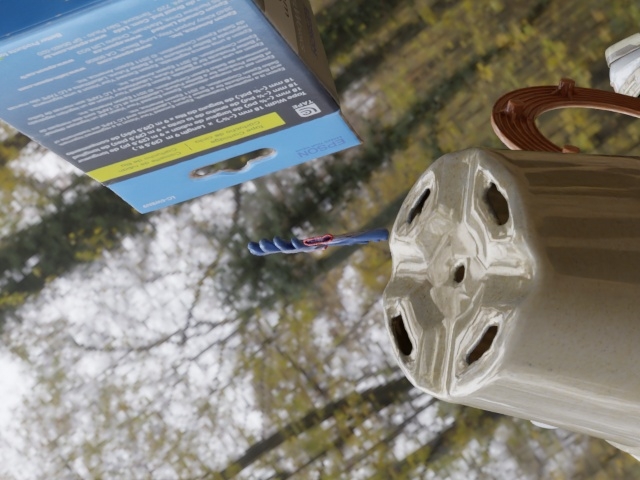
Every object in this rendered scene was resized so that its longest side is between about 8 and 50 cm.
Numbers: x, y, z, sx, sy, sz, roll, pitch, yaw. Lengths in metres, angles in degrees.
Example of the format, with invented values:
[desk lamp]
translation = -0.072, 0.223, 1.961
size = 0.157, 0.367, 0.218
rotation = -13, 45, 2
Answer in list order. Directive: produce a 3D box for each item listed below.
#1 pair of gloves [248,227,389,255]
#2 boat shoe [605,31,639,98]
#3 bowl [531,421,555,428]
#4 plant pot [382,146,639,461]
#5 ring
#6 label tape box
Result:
[pair of gloves]
translation = 0.000, 0.000, 1.650
size = 0.159, 0.198, 0.023
rotation = -2, -97, -56
[boat shoe]
translation = 0.529, -0.269, 1.631
size = 0.302, 0.113, 0.103
rotation = 152, 110, -69
[bowl]
translation = 0.300, 0.149, 1.356
size = 0.053, 0.142, 0.142
rotation = 24, 146, 47
[plant pot]
translation = 0.239, 0.044, 1.050
size = 0.305, 0.334, 0.334
rotation = 9, -141, -28
[ring]
translation = 0.387, -0.140, 1.467
size = 0.336, 0.032, 0.337
rotation = 7, -152, -4
[label tape box]
translation = -0.131, -0.152, 0.949
size = 0.333, 0.240, 0.106
rotation = 42, -145, -64
